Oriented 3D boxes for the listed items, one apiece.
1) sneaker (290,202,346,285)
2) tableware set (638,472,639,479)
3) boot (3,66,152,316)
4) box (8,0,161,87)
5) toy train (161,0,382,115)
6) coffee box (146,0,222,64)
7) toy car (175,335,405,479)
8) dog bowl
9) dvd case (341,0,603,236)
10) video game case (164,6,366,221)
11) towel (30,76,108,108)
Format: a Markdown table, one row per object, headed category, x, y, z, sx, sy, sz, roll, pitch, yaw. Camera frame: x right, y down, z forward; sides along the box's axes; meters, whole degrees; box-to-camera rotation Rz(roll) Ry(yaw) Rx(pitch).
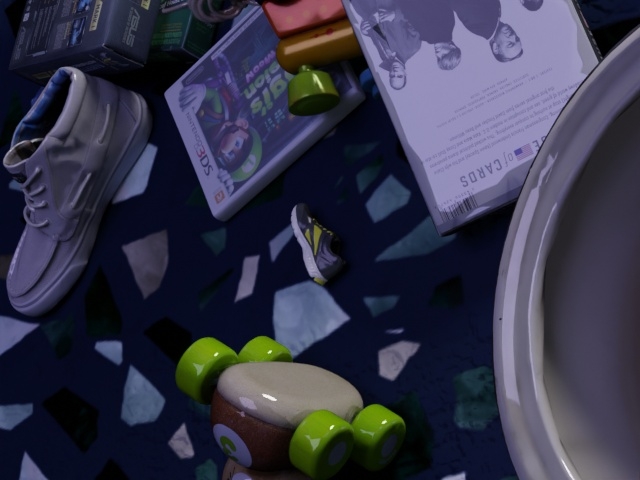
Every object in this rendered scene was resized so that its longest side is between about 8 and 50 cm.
| category | x | y | z | sx | sy | sz | roll | pitch | yaw |
| --- | --- | --- | --- | --- | --- | --- | --- | --- | --- |
| sneaker | 0.000 | 0.000 | 1.306 | 0.035 | 0.031 | 0.083 | -27 | 61 | 14 |
| tableware set | 0.238 | 0.123 | 0.822 | 0.168 | 0.020 | 0.141 | 38 | 112 | 50 |
| boot | -0.280 | -0.053 | 1.491 | 0.095 | 0.123 | 0.258 | 29 | 93 | 42 |
| box | -0.229 | -0.283 | 1.532 | 0.183 | 0.059 | 0.233 | -5 | 69 | 48 |
| toy train | -0.022 | -0.175 | 1.317 | 0.248 | 0.105 | 0.143 | -14 | 74 | 20 |
| coffee box | -0.146 | -0.274 | 1.521 | 0.113 | 0.040 | 0.184 | 4 | 76 | 42 |
| toy car | -0.047 | 0.195 | 1.204 | 0.155 | 0.149 | 0.188 | 28 | 104 | 32 |
| dog bowl | 0.299 | 0.044 | 0.908 | 0.408 | 0.150 | 0.408 | -21 | 64 | 49 |
| dvd case | 0.129 | -0.147 | 1.187 | 0.179 | 0.029 | 0.239 | -26 | 81 | 24 |
| video game case | -0.059 | -0.139 | 1.410 | 0.190 | 0.022 | 0.173 | -40 | 53 | 21 |
| towel | -0.265 | -0.173 | 1.590 | 0.119 | 0.029 | 0.067 | -50 | 50 | 13 |
